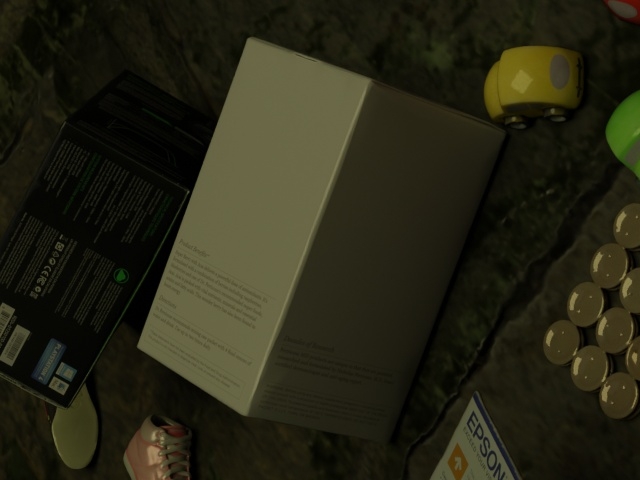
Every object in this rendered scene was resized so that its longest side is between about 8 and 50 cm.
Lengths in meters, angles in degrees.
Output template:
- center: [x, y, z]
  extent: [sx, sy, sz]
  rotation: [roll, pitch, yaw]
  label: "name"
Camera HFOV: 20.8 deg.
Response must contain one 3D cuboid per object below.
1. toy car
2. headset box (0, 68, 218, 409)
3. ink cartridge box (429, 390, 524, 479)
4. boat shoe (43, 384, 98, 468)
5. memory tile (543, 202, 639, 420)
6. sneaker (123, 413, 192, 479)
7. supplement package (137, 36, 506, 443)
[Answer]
- center: [0.235, -0.127, 1.385]
  extent: [0.239, 0.053, 0.225]
  rotation: [-46, 49, 28]
  label: "toy car"
- center: [-0.213, -0.012, 1.675]
  extent: [0.246, 0.131, 0.283]
  rotation: [-59, 4, 15]
  label: "headset box"
- center: [0.136, 0.336, 1.258]
  extent: [0.330, 0.071, 0.324]
  rotation: [-65, 34, 34]
  label: "ink cartridge box"
- center: [-0.263, 0.178, 1.830]
  extent: [0.042, 0.048, 0.133]
  rotation: [120, 138, -65]
  label: "boat shoe"
- center: [0.241, 0.055, 1.355]
  extent: [0.113, 0.012, 0.148]
  rotation: [44, 110, 44]
  label: "memory tile"
- center: [-0.146, 0.220, 1.683]
  extent: [0.070, 0.051, 0.134]
  rotation: [-61, 40, 21]
  label: "sneaker"
- center: [0.000, 0.000, 1.504]
  extent: [0.177, 0.175, 0.293]
  rotation: [27, 98, 49]
  label: "supplement package"
